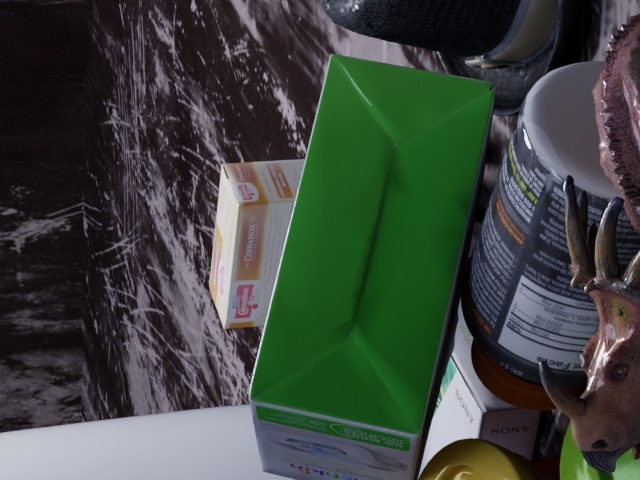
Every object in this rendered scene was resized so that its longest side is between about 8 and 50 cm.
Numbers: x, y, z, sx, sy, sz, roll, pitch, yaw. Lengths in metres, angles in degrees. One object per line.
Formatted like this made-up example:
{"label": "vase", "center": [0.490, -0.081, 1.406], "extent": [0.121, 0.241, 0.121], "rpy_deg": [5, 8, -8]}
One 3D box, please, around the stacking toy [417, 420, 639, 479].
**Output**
{"label": "stacking toy", "center": [0.220, 0.245, 1.317], "extent": [0.279, 0.130, 0.309], "rpy_deg": [-41, 53, 37]}

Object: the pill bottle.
{"label": "pill bottle", "center": [0.168, 0.009, 1.300], "extent": [0.245, 0.130, 0.130], "rpy_deg": [105, 155, -47]}

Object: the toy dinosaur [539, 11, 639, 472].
{"label": "toy dinosaur", "center": [0.197, -0.038, 1.066], "extent": [0.127, 0.200, 0.295], "rpy_deg": [114, 148, -58]}

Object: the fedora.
{"label": "fedora", "center": [0.079, -0.244, 1.507], "extent": [0.334, 0.153, 0.334], "rpy_deg": [176, 90, -73]}

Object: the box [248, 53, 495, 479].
{"label": "box", "center": [0.042, 0.035, 1.419], "extent": [0.231, 0.127, 0.262], "rpy_deg": [88, -166, -72]}

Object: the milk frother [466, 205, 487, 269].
{"label": "milk frother", "center": [0.081, -0.016, 1.633], "extent": [0.135, 0.129, 0.143], "rpy_deg": [19, -130, -85]}

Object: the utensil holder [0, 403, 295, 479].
{"label": "utensil holder", "center": [-0.156, 0.331, 1.945], "extent": [0.327, 0.386, 0.327], "rpy_deg": [174, 90, -85]}

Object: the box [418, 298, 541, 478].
{"label": "box", "center": [0.105, 0.202, 1.692], "extent": [0.232, 0.059, 0.322], "rpy_deg": [-116, 28, -53]}

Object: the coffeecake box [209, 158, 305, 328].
{"label": "coffeecake box", "center": [0.000, 0.000, 1.773], "extent": [0.068, 0.186, 0.142], "rpy_deg": [-114, 26, -49]}
